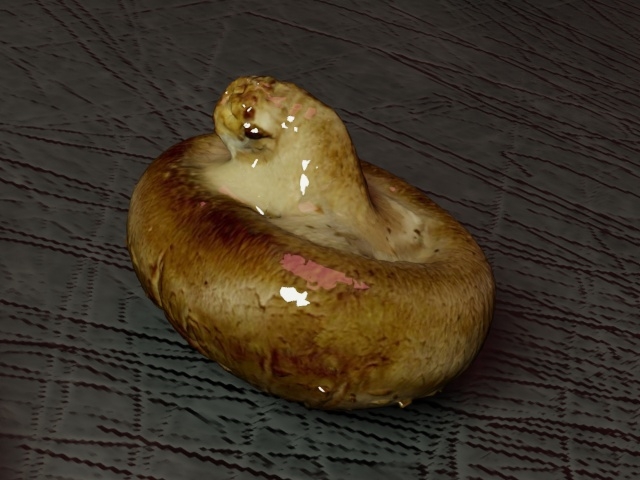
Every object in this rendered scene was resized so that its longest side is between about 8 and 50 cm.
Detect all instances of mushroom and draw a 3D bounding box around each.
[{"bbox_3d":[-0.005,0.007,0.533,0.109,0.085,0.126,39,9,-32],"label":"mushroom"}]
